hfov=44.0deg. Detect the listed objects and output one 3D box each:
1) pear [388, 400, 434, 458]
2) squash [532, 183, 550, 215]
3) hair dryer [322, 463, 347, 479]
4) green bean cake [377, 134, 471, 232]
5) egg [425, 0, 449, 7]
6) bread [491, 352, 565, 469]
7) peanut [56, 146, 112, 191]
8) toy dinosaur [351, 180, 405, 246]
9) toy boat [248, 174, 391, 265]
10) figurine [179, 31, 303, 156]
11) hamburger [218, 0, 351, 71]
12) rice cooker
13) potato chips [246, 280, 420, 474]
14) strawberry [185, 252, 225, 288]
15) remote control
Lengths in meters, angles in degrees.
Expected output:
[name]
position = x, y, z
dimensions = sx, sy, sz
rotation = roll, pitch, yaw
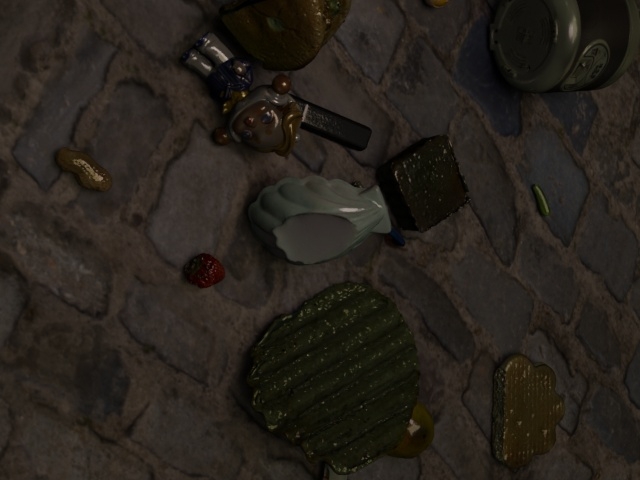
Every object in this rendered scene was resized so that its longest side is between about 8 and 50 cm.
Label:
[pear]
position = 0.195, 0.427, 1.785
dimensions = 0.141, 0.104, 0.141
rotation = 1, 89, -26
[squash]
position = 0.559, -0.104, 2.005
dimensions = 0.027, 0.027, 0.089
rotation = -26, 101, -25
[hair dryer]
position = 0.024, 0.504, 1.705
dimensions = 0.173, 0.107, 0.358
rotation = 2, 97, -26
[green bean cake]
position = 0.230, -0.129, 1.785
dimensions = 0.173, 0.094, 0.181
rotation = -34, 108, -23
[egg]
position = 0.273, -0.571, 1.805
dimensions = 0.083, 0.071, 0.071
rotation = -31, 106, -31
[bread]
position = 0.521, 0.426, 1.987
dimensions = 0.207, 0.056, 0.287
rotation = 6, 89, -26
[peanut]
position = -0.431, -0.129, 1.448
dimensions = 0.113, 0.054, 0.054
rotation = 39, 74, -22
[toy dinosaur]
position = 0.125, -0.046, 1.681
dimensions = 0.188, 0.247, 0.075
rotation = 41, 87, -3
[toy boat]
position = -0.011, -0.028, 1.561
dimensions = 0.100, 0.290, 0.200
rotation = -74, 148, -56
[figurine]
position = -0.157, -0.277, 1.560
dimensions = 0.274, 0.133, 0.194
rotation = 28, 119, -3
[hamburger]
position = -0.057, -0.422, 1.517
dimensions = 0.192, 0.287, 0.168
rotation = 52, 50, -33
[rice cooker]
position = 0.576, -0.481, 1.864
dimensions = 0.276, 0.288, 0.289
rotation = -7, 95, -29
[potato chips]
position = 0.054, 0.278, 1.650
dimensions = 0.429, 0.070, 0.359
rotation = -27, 76, -36
[strawberry]
position = -0.221, 0.063, 1.562
dimensions = 0.083, 0.073, 0.073
rotation = 30, 78, -42
[remote control]
position = 0.000, -0.256, 1.694
dimensions = 0.245, 0.025, 0.063
rotation = 17, 88, -28
